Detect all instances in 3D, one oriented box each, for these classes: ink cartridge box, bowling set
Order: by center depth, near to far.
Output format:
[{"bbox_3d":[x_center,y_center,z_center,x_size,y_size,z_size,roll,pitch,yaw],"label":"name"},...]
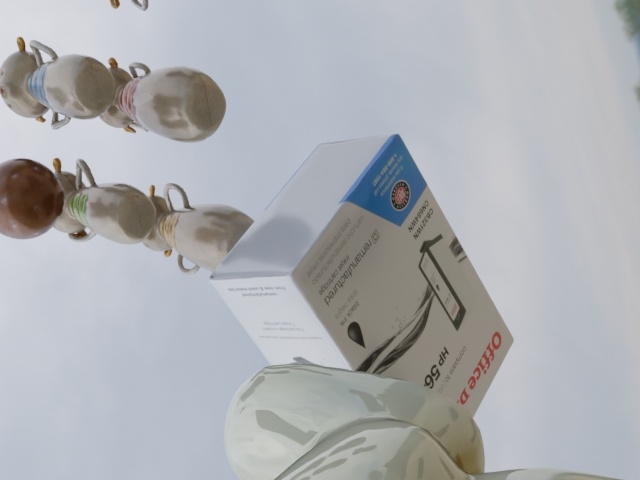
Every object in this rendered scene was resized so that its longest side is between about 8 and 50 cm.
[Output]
[{"bbox_3d":[0.038,0.050,0.747,0.203,0.085,0.148,56,-129,-27],"label":"ink cartridge box"},{"bbox_3d":[-0.176,-0.080,0.766,0.199,0.154,0.287,-23,-68,-35],"label":"bowling set"}]

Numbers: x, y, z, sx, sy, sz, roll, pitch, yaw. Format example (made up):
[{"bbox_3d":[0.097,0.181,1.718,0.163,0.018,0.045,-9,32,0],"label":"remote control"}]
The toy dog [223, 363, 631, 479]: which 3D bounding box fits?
[{"bbox_3d":[0.008,0.274,0.407,0.408,0.395,0.285,-37,-62,-48],"label":"toy dog"}]
